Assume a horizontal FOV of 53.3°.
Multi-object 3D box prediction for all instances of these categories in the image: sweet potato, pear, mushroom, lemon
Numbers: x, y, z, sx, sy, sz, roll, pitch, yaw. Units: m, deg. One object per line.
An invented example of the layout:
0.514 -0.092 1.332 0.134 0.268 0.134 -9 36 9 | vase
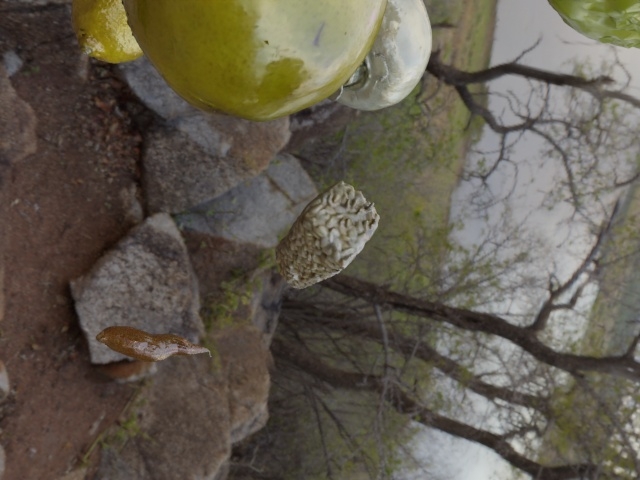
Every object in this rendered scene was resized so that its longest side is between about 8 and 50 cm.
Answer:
-0.281 0.180 1.085 0.056 0.195 0.056 -170 -90 -72 | sweet potato
-0.041 -0.282 0.637 0.336 0.284 0.285 -35 180 36 | pear
0.046 -0.303 0.967 0.202 0.246 0.246 -54 153 -32 | mushroom
-0.426 -0.481 1.354 0.256 0.188 0.188 -64 157 -23 | lemon

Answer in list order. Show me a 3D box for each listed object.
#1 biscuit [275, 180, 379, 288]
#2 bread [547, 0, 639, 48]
0.000 0.000 0.674 0.082 0.070 0.168 -44 -179 -21 | biscuit
0.286 -0.289 0.400 0.348 0.349 0.307 -9 97 -65 | bread
